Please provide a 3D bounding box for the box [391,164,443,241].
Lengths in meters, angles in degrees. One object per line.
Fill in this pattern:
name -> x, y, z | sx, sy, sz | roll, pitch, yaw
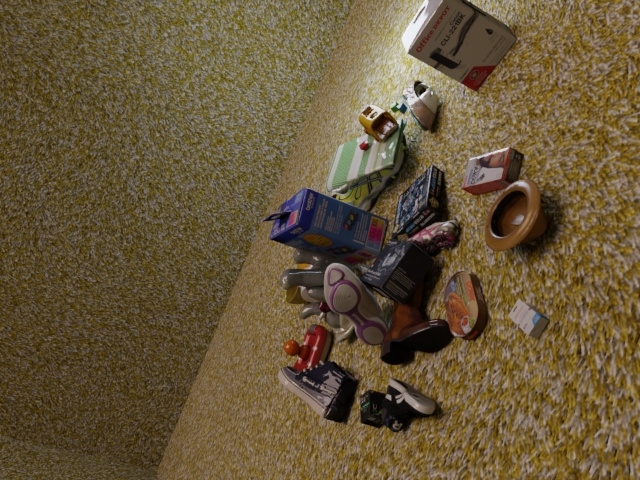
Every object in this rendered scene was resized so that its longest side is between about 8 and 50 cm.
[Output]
box -> 0.301, -0.111, 1.737 | 0.175, 0.051, 0.220 | -47, 17, 41

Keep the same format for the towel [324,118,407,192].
towel -> 0.161, -0.310, 2.054 | 0.325, 0.038, 0.247 | -18, 41, 39

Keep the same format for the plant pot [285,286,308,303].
plant pot -> -0.079, 0.217, 2.379 | 0.134, 0.095, 0.134 | -53, 24, 36

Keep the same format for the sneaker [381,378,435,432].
sneaker -> 0.218, 0.440, 1.418 | 0.217, 0.079, 0.121 | -168, 97, -78

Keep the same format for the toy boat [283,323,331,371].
toy boat -> -0.066, 0.412, 2.057 | 0.151, 0.151, 0.231 | -5, 64, 69

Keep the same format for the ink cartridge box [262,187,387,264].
ink cartridge box -> -0.003, -0.049, 2.016 | 0.270, 0.396, 0.151 | -26, 46, 62

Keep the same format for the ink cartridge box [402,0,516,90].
ink cartridge box -> 0.416, -0.614, 1.703 | 0.197, 0.273, 0.114 | -54, 24, 35

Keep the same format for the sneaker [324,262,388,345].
sneaker -> 0.100, 0.180, 1.694 | 0.114, 0.305, 0.152 | -26, 25, 14

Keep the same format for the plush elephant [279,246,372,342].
plush elephant -> 0.028, 0.193, 1.936 | 0.272, 0.330, 0.255 | -83, -2, -68

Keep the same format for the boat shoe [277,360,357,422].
boat shoe -> -0.008, 0.460, 1.864 | 0.341, 0.127, 0.158 | 23, 85, 50

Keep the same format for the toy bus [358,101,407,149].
toy bus -> 0.193, -0.439, 2.021 | 0.202, 0.104, 0.191 | -15, 43, 41

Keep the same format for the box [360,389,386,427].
box -> 0.150, 0.471, 1.568 | 0.052, 0.062, 0.083 | -52, 25, 41

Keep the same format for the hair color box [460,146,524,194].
hair color box -> 0.452, -0.182, 1.484 | 0.167, 0.053, 0.093 | -9, 60, 66

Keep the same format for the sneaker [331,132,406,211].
sneaker -> 0.185, -0.257, 2.117 | 0.384, 0.147, 0.145 | -56, 21, 24

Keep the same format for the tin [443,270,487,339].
tin -> 0.360, 0.160, 1.391 | 0.189, 0.040, 0.106 | -89, 25, -45

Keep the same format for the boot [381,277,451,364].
boot -> 0.278, 0.185, 1.556 | 0.264, 0.096, 0.280 | -53, 16, 52

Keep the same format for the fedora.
fedora -> 0.460, -0.048, 1.285 | 0.194, 0.079, 0.194 | -60, 15, 28

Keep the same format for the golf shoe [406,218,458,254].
golf shoe -> 0.326, -0.010, 1.621 | 0.186, 0.067, 0.086 | -19, 32, 52

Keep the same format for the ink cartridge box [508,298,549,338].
ink cartridge box -> 0.440, 0.165, 1.186 | 0.048, 0.028, 0.083 | -63, 21, 14

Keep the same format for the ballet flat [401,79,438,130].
ballet flat -> 0.361, -0.497, 1.990 | 0.106, 0.108, 0.316 | -43, 29, 22

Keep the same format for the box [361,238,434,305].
box -> 0.219, 0.087, 1.605 | 0.158, 0.093, 0.156 | -53, 16, -7

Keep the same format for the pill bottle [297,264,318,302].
pill bottle -> -0.028, 0.128, 2.279 | 0.136, 0.136, 0.245 | -53, 24, 36
